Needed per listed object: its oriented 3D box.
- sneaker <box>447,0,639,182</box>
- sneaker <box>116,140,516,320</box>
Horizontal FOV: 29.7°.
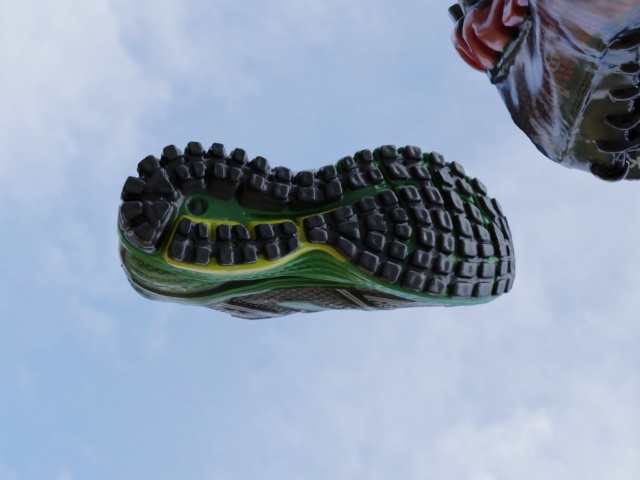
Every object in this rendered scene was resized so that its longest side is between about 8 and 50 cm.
[{"bbox_3d":[0.138,-0.097,0.547,0.098,0.276,0.135,-34,-93,-5],"label":"sneaker"},{"bbox_3d":[0.000,0.000,1.009,0.344,0.134,0.146,7,-26,-13],"label":"sneaker"}]
